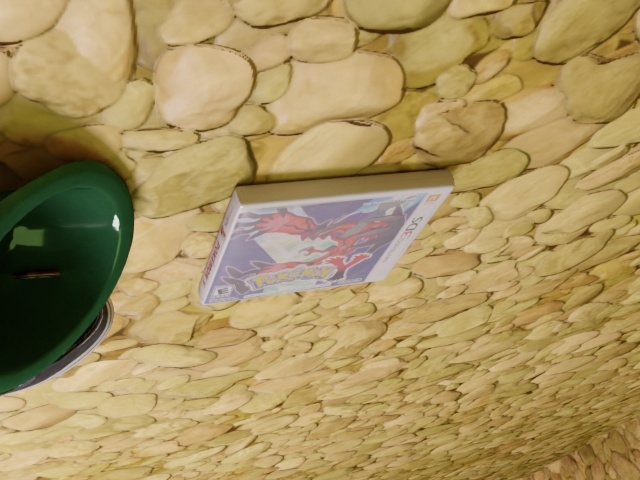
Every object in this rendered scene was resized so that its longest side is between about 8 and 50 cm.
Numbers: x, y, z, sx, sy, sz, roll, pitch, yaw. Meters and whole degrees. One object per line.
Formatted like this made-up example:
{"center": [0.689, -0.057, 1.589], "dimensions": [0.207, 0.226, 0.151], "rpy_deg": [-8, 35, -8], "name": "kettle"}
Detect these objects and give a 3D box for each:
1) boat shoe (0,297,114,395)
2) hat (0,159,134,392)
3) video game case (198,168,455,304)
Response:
{"center": [-0.275, 0.096, 0.667], "dimensions": [0.229, 0.080, 0.076], "rpy_deg": [-19, -175, -17], "name": "boat shoe"}
{"center": [-0.270, -0.001, 0.592], "dimensions": [0.208, 0.184, 0.173], "rpy_deg": [-48, 156, -37], "name": "hat"}
{"center": [0.000, 0.000, 0.767], "dimensions": [0.201, 0.023, 0.183], "rpy_deg": [-6, 152, -22], "name": "video game case"}
